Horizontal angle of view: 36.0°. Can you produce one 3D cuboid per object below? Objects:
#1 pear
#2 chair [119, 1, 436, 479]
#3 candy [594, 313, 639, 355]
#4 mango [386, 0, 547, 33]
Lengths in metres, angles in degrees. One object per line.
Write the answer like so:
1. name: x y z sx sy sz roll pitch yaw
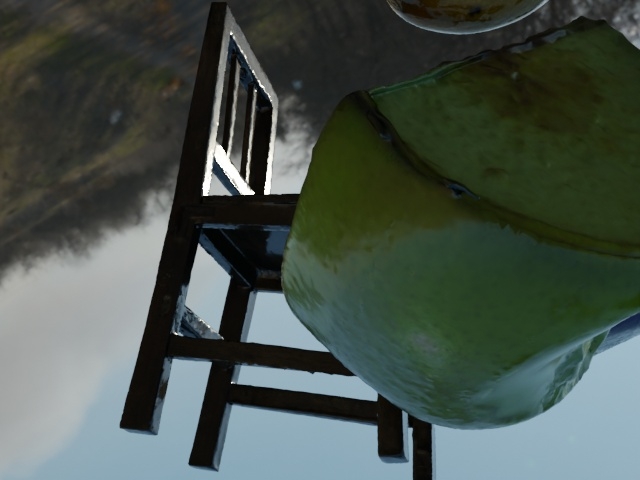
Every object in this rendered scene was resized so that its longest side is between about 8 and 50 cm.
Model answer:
1. pear: 0.111 0.025 0.626 0.286 0.176 0.282 -23 153 -40
2. chair: 0.000 0.000 0.910 0.240 0.416 0.203 2 158 18
3. candy: 0.272 0.066 0.927 0.145 0.070 0.275 -17 163 -5
4. mango: 0.175 -0.311 0.914 0.295 0.177 0.120 -49 -160 3
